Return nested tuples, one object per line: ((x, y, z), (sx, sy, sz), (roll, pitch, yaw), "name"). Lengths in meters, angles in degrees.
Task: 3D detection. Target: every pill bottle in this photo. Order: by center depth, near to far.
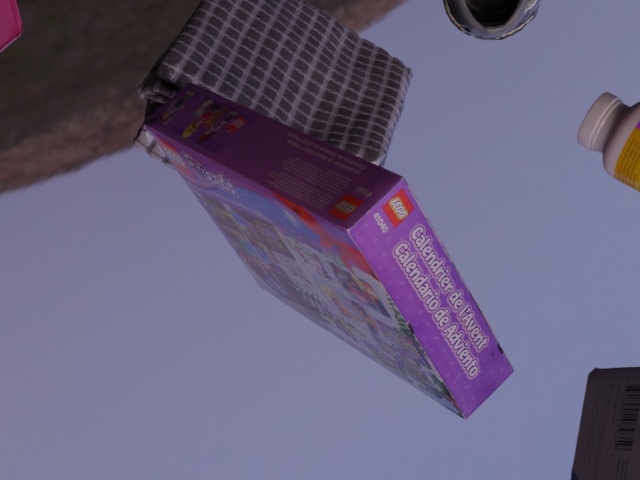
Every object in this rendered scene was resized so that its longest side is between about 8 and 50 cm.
((0.171, -0.042, 0.662), (0.083, 0.043, 0.043), (32, -127, 22), "pill bottle")

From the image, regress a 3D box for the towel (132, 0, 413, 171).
((-0.038, -0.140, 1.278), (0.121, 0.235, 0.284), (-52, -169, 32), "towel")

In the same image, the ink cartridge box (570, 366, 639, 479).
((0.361, 0.236, 1.236), (0.307, 0.129, 0.223), (161, -56, -70), "ink cartridge box")

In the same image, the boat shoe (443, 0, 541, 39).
((0.156, -0.310, 1.029), (0.116, 0.320, 0.099), (11, -160, 4), "boat shoe")

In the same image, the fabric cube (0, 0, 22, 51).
((-0.377, -0.174, 0.798), (0.259, 0.254, 0.258), (-5, -151, 19), "fabric cube")

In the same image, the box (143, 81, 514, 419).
((0.000, 0.000, 1.011), (0.057, 0.201, 0.293), (-44, -143, -14), "box")
